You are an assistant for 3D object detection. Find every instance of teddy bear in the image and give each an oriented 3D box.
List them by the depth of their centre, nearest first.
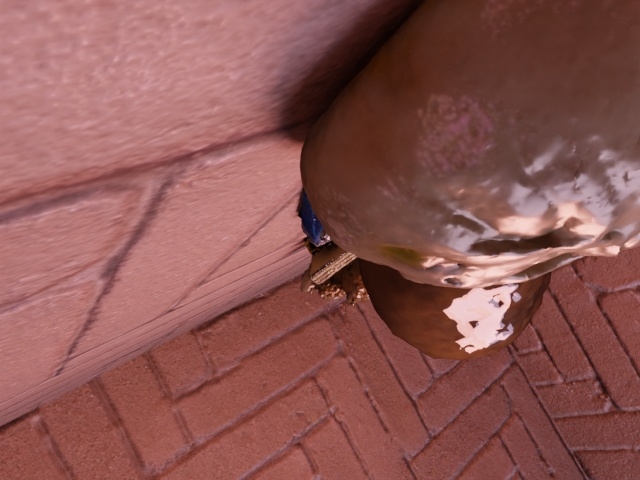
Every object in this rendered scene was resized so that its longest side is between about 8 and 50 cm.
[{"bbox_3d":[0.094,0.082,1.407,0.267,0.156,0.256,-49,-161,-10],"label":"teddy bear"}]

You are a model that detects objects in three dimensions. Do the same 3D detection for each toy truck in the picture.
[{"bbox_3d":[0.000,0.000,1.311,0.083,0.049,0.054,-34,174,37],"label":"toy truck"}]

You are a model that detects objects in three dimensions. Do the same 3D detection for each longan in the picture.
[{"bbox_3d":[0.273,0.020,1.060,0.404,0.404,0.436,-27,133,-16],"label":"longan"}]

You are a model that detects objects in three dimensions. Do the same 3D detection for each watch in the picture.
[{"bbox_3d":[0.091,-0.093,0.830,0.276,0.068,0.274,-27,171,-11],"label":"watch"}]

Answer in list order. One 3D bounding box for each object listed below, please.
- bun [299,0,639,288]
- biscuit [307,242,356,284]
[{"bbox_3d":[0.165,-0.075,0.440,0.365,0.219,0.365,-26,173,-4],"label":"bun"},{"bbox_3d":[0.071,0.001,1.321,0.250,0.046,0.147,-37,-155,26],"label":"biscuit"}]
